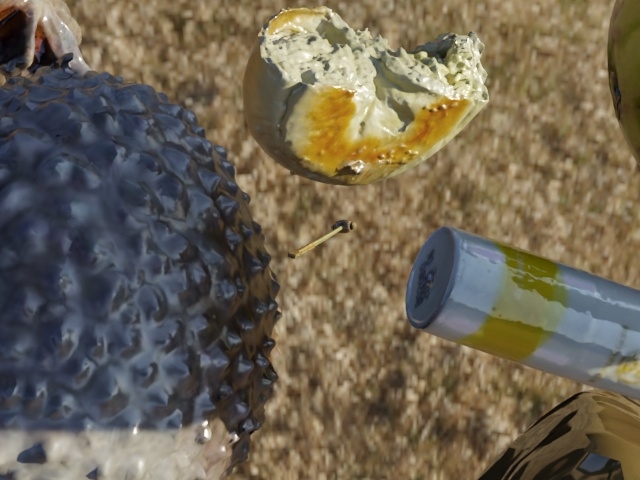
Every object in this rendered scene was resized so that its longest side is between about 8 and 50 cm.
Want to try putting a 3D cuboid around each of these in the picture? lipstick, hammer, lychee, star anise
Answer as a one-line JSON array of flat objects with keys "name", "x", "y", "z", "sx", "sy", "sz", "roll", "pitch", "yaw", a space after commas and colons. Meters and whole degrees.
[{"name": "lipstick", "x": 0.173, "y": 0.057, "z": 0.821, "sx": 0.264, "sy": 0.059, "sz": 0.059, "roll": 19, "pitch": 52, "yaw": -19}, {"name": "hammer", "x": 0.000, "y": 0.000, "z": 1.531, "sx": 0.029, "sy": 0.014, "sz": 0.123, "roll": -7, "pitch": 12, "yaw": 29}, {"name": "lychee", "x": -0.158, "y": 0.046, "z": 0.907, "sx": 0.300, "sy": 0.300, "sz": 0.300, "roll": 0, "pitch": 54, "yaw": 0}, {"name": "star anise", "x": -0.293, "y": -0.208, "z": 1.406, "sx": 0.110, "sy": 0.257, "sz": 0.198, "roll": -37, "pitch": 89, "yaw": 12}]

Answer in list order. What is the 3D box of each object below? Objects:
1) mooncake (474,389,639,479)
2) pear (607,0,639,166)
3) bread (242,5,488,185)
[{"name": "mooncake", "x": 0.122, "y": 0.189, "z": 0.410, "sx": 0.161, "sy": 0.290, "sz": 0.290, "roll": -48, "pitch": 61, "yaw": 9}, {"name": "pear", "x": 0.312, "y": -0.112, "z": 0.937, "sx": 0.283, "sy": 0.284, "sz": 0.284, "roll": 0, "pitch": 54, "yaw": 0}, {"name": "bread", "x": 0.039, "y": -0.164, "z": 1.849, "sx": 0.314, "sy": 0.192, "sz": 0.171, "roll": -6, "pitch": 45, "yaw": -29}]
